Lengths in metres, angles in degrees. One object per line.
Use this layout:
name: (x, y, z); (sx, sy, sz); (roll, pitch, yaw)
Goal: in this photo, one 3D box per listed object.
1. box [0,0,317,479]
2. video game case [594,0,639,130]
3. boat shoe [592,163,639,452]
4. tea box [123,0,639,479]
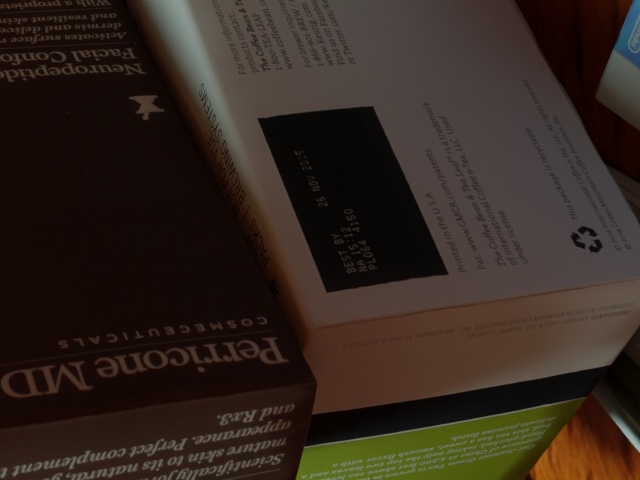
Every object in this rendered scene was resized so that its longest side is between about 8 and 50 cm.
box: (-0.163, 0.003, 0.768); (0.381, 0.191, 0.143); (-119, 32, -42)
video game case: (0.282, -0.111, 0.704); (0.244, 0.061, 0.269); (40, 141, 24)
boat shoe: (0.198, 0.065, 0.899); (0.320, 0.103, 0.118); (50, 145, 21)
tea box: (0.000, 0.000, 0.912); (0.323, 0.220, 0.329); (114, 142, -50)
